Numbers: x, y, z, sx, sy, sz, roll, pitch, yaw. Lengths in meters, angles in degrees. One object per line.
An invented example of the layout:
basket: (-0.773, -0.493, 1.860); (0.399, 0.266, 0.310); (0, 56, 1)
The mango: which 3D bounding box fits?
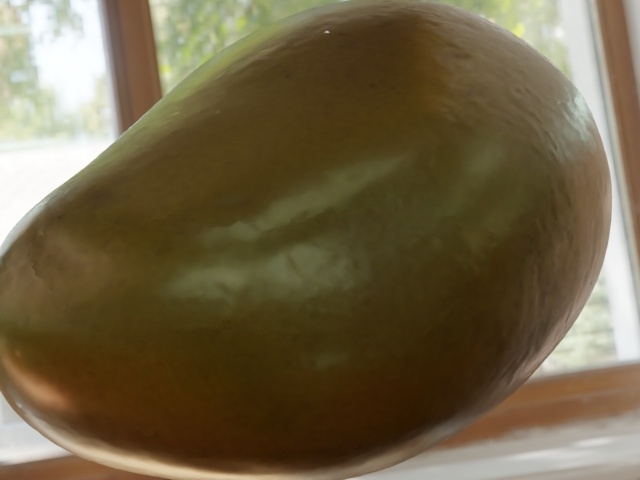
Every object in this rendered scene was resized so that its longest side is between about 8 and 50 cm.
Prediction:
mango: (0.000, 0.000, 0.627); (0.211, 0.173, 0.317); (18, 30, 28)
